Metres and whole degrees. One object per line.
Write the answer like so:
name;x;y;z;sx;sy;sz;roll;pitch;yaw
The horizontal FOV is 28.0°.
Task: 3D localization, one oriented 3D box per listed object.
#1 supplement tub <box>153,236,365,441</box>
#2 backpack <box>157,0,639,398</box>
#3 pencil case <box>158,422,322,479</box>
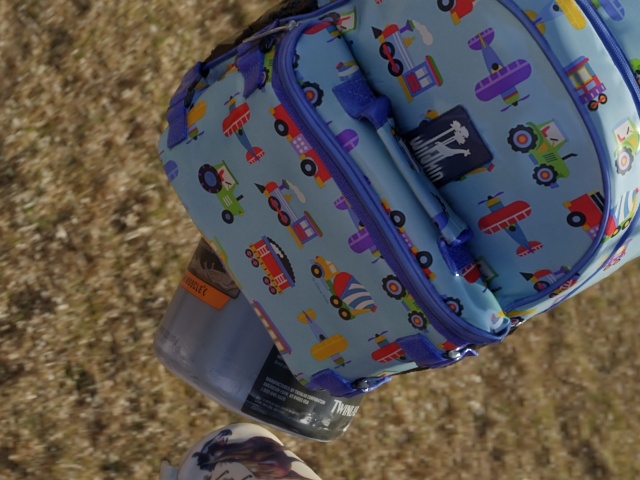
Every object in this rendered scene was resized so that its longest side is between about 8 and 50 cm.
supplement tub;0.000;0.000;1.211;0.207;0.207;0.338;26;91;-28
backpack;0.048;-0.036;0.458;0.117;0.173;0.158;-36;99;-42
pencil case;-0.008;0.352;1.331;0.184;0.410;0.159;17;103;-44
